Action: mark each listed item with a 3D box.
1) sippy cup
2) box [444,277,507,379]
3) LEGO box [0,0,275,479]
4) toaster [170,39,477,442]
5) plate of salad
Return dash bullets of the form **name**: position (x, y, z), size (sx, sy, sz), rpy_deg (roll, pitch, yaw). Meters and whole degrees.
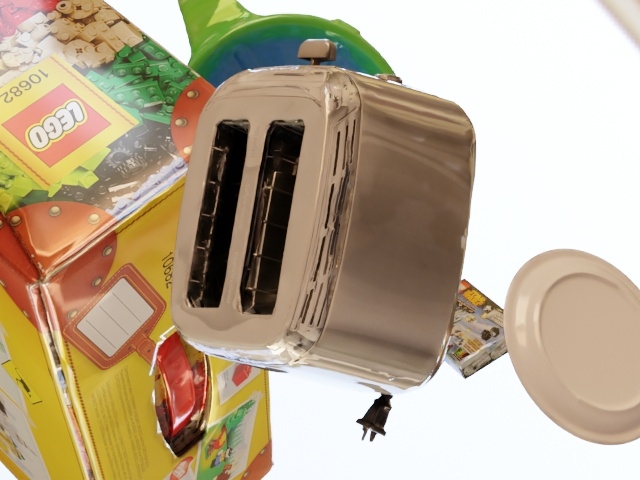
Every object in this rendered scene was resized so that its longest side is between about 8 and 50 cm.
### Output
- **sippy cup**: position (-0.038, -0.116, 1.413), size (0.224, 0.240, 0.305), rpy_deg (-113, 26, -76)
- **box**: position (0.174, 0.105, 1.718), size (0.094, 0.137, 0.027), rpy_deg (-31, -56, -11)
- **LEGO box**: position (-0.233, 0.014, 1.173), size (0.193, 0.372, 0.500), rpy_deg (-39, -27, -24)
- **toaster**: position (0.000, 0.000, 0.843), size (0.146, 0.129, 0.227), rpy_deg (17, -99, -50)
- **plate of salad**: position (0.254, 0.103, 1.368), size (0.200, 0.048, 0.200), rpy_deg (13, -119, -26)
